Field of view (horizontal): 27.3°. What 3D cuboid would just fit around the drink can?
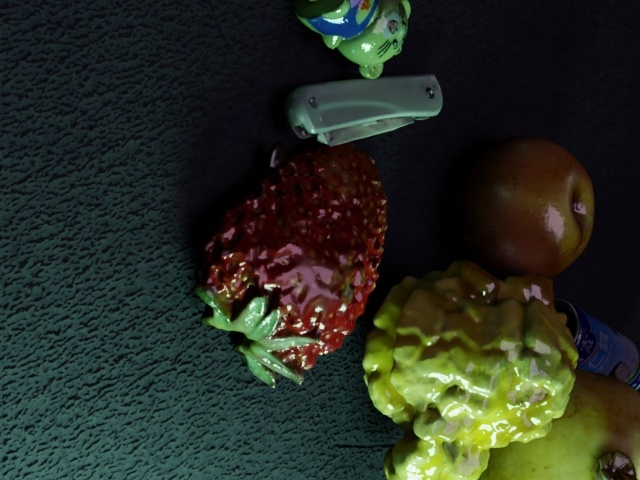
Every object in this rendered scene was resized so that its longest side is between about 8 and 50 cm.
[{"bbox_3d":[0.398,0.162,1.966,0.235,0.097,0.097,28,78,-46],"label":"drink can"}]

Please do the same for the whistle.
[{"bbox_3d":[0.026,-0.269,1.478,0.227,0.085,0.105,34,79,-45],"label":"whistle"}]

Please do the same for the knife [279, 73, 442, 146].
[{"bbox_3d":[0.056,-0.157,1.554,0.265,0.040,0.073,-16,81,-47],"label":"knife"}]

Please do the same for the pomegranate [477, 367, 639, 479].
[{"bbox_3d":[0.329,0.316,1.795,0.307,0.307,0.307,-12,107,-45],"label":"pomegranate"}]

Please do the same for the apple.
[{"bbox_3d":[0.278,-0.038,1.737,0.201,0.162,0.201,-5,97,-48],"label":"apple"}]

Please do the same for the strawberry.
[{"bbox_3d":[0.000,0.000,1.475,0.306,0.137,0.233,-55,131,-21],"label":"strawberry"}]

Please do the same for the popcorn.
[{"bbox_3d":[0.172,0.169,1.628,0.265,0.225,0.332,34,87,-22],"label":"popcorn"}]
